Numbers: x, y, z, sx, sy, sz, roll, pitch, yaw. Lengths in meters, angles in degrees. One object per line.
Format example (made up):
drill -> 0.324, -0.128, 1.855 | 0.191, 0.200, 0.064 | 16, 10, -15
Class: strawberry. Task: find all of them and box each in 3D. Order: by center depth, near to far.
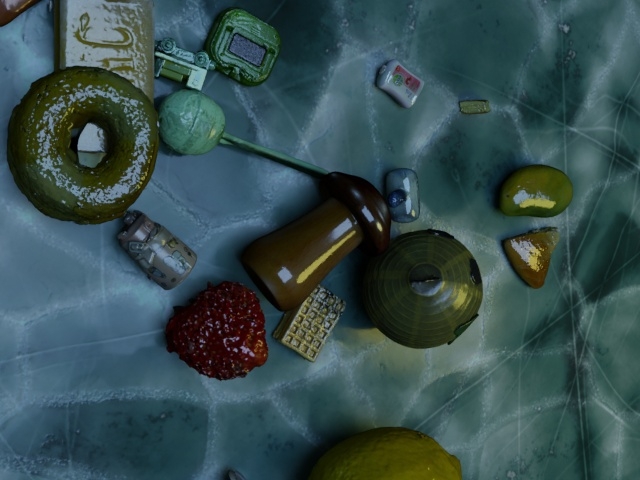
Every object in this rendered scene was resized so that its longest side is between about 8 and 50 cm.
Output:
strawberry -> -0.177, 0.175, 1.599 | 0.186, 0.201, 0.184 | 8, 109, -45

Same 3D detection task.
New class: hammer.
hammer -> 0.161, -0.087, 1.755 | 0.069, 0.194, 0.116 | -2, 97, 12

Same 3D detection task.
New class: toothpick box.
toothpick box -> 0.000, 0.000, 1.676 | 0.294, 0.192, 0.192 | -38, 109, -13

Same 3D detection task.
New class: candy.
candy -> -0.118, -0.173, 1.665 | 0.439, 0.119, 0.119 | 19, 85, -35

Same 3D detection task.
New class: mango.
mango -> 0.494, -0.113, 1.964 | 0.191, 0.085, 0.122 | 1, 97, -27

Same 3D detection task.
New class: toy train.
toy train -> -0.257, -0.325, 1.590 | 0.122, 0.050, 0.081 | 17, 96, -10

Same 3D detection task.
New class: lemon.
lemon -> 0.130, 0.533, 1.718 | 0.336, 0.336, 0.336 | -2, 95, -26

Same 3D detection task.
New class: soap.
soap -> -0.382, -0.290, 1.516 | 0.173, 0.089, 0.274 | -2, 96, -26

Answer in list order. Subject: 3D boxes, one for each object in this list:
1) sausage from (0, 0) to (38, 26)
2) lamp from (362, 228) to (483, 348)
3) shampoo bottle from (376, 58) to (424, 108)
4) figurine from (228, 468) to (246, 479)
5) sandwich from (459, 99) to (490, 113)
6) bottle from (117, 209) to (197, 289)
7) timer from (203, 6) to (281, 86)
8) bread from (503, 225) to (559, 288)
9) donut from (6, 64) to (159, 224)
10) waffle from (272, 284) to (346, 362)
sausage -> -0.457, -0.482, 1.462 | 0.348, 0.094, 0.097 | -45, 98, -15
lamp -> 0.203, 0.091, 1.731 | 0.250, 0.284, 0.250 | -1, 78, 6
shampoo bottle -> 0.163, -0.333, 1.806 | 0.099, 0.043, 0.072 | 34, 79, -25
figurine -> -0.193, 0.539, 1.670 | 0.153, 0.132, 0.132 | -38, 109, -6
sandwich -> 0.351, -0.296, 1.904 | 0.083, 0.044, 0.031 | -9, 102, -23
bottle -> -0.308, 0.014, 1.572 | 0.152, 0.099, 0.099 | 45, 75, -23
timer -> -0.146, -0.370, 1.648 | 0.140, 0.047, 0.128 | 26, 83, -24
bread -> 0.480, 0.022, 1.988 | 0.136, 0.054, 0.154 | 20, 82, -23
donut -> -0.382, -0.160, 1.426 | 0.272, 0.107, 0.272 | -2, 95, -24
waffle -> -0.020, 0.162, 1.755 | 0.102, 0.042, 0.148 | 36, 78, -24
